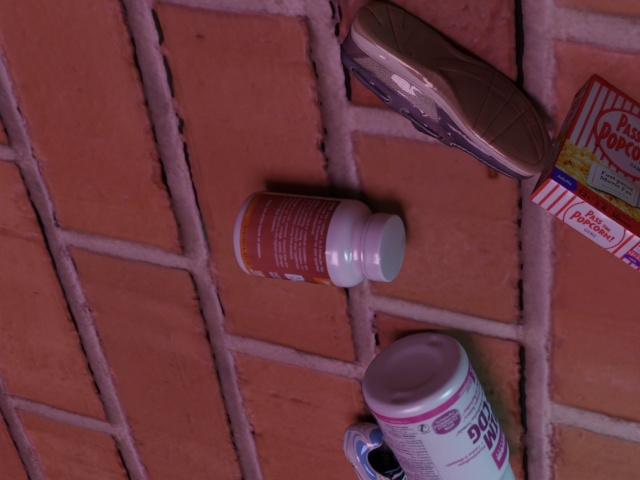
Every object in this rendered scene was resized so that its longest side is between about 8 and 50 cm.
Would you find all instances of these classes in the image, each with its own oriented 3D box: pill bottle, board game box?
[{"bbox_3d":[0.184,0.287,1.941,0.160,0.160,0.283,-3,130,33],"label":"pill bottle"},{"bbox_3d":[0.328,-0.078,1.459,0.147,0.193,0.045,33,139,-4],"label":"board game box"},{"bbox_3d":[0.000,0.000,1.788,0.216,0.121,0.121,7,134,26],"label":"pill bottle"}]

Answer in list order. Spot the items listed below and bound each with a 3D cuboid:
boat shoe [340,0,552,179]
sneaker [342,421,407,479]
[{"bbox_3d":[0.146,-0.167,1.554,0.285,0.103,0.092,37,145,-2],"label":"boat shoe"},{"bbox_3d":[0.111,0.393,2.148,0.086,0.085,0.237,9,137,45],"label":"sneaker"}]
